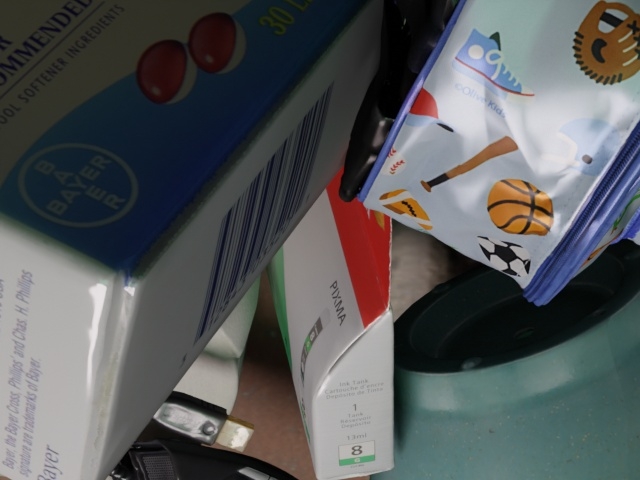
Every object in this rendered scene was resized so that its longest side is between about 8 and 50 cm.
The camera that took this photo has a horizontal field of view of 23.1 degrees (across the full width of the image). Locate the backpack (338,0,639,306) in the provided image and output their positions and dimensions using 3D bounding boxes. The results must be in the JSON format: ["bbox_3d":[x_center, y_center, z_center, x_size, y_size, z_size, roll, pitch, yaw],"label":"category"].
[{"bbox_3d":[0.131,-0.099,0.691,0.213,0.263,0.276,31,137,13],"label":"backpack"}]

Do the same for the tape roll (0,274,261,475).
[{"bbox_3d":[-0.233,0.036,0.977,0.392,0.072,0.392,7,147,5],"label":"tape roll"}]

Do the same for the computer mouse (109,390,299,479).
[{"bbox_3d":[-0.062,0.140,0.983,0.262,0.060,0.184,31,147,-12],"label":"computer mouse"}]

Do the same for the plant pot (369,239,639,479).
[{"bbox_3d":[0.151,0.120,0.970,0.293,0.293,0.196,-16,108,20],"label":"plant pot"}]

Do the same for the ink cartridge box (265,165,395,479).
[{"bbox_3d":[0.000,0.000,0.889,0.056,0.181,0.224,-11,138,-5],"label":"ink cartridge box"}]

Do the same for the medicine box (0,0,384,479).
[{"bbox_3d":[-0.152,-0.073,0.695,0.289,0.263,0.149,26,136,10],"label":"medicine box"}]
